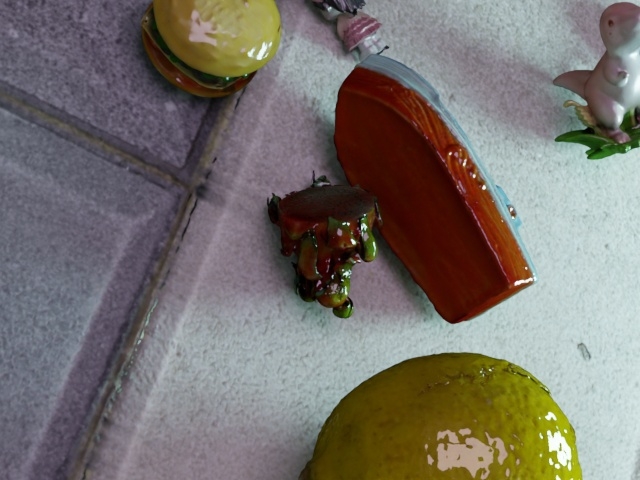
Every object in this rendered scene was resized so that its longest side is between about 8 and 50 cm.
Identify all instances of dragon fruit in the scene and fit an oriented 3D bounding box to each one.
[{"bbox_3d":[0.000,0.000,1.677,0.142,0.138,0.175,11,79,-63],"label":"dragon fruit"}]

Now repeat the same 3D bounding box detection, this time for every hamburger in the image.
[{"bbox_3d":[-0.126,-0.244,1.710,0.162,0.115,0.162,11,64,-22],"label":"hamburger"}]

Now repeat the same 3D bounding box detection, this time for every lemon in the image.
[{"bbox_3d":[0.123,0.241,1.546,0.310,0.258,0.258,-6,72,-24],"label":"lemon"}]

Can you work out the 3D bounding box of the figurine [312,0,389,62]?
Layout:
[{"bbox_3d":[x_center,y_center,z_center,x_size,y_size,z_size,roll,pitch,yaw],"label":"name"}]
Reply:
[{"bbox_3d":[0.039,-0.282,1.839,0.072,0.054,0.129,-38,90,-36],"label":"figurine"}]

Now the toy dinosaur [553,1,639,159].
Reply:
[{"bbox_3d":[0.357,-0.200,1.879,0.152,0.194,0.177,-25,98,-16],"label":"toy dinosaur"}]

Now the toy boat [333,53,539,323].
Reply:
[{"bbox_3d":[0.132,-0.072,1.752,0.332,0.145,0.133,58,36,4],"label":"toy boat"}]
